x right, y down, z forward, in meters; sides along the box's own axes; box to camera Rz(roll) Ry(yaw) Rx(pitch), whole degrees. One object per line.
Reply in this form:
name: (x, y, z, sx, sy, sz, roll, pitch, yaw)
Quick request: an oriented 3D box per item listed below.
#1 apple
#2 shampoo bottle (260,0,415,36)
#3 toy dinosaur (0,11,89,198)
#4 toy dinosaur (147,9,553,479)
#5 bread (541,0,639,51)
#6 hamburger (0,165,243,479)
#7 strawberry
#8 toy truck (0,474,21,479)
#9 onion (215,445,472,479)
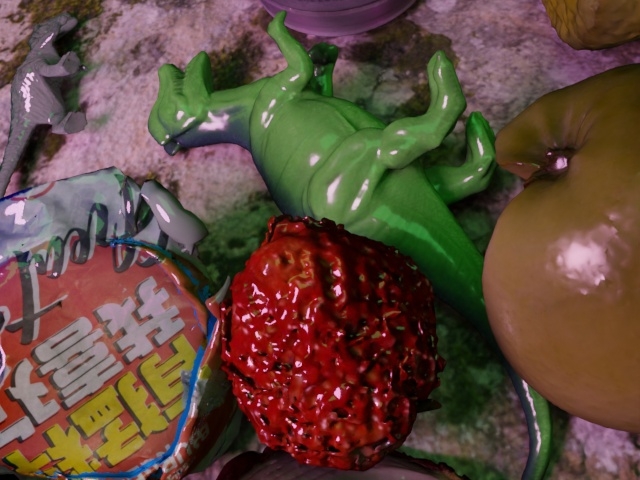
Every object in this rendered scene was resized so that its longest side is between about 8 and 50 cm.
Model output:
apple: (0.278, -0.003, 0.562, 0.258, 0.233, 0.295, 35, 61, -26)
shampoo bottle: (0.010, -0.393, 0.788, 0.273, 0.266, 0.272, -3, 67, 7)
toy dinosaur: (-0.316, -0.140, 0.813, 0.129, 0.076, 0.382, -21, 52, 34)
toy dinosaur: (0.000, 0.000, 0.704, 0.375, 0.144, 0.499, -11, 75, 18)
bread: (0.362, -0.356, 0.699, 0.308, 0.348, 0.348, -18, 63, 12)
hamburger: (-0.193, 0.077, 0.629, 0.261, 0.150, 0.275, -7, 93, -11)
strawberry: (0.008, 0.066, 0.550, 0.187, 0.201, 0.184, -35, 41, -14)
toy truck: (-0.357, 0.225, 0.567, 0.101, 0.242, 0.124, 28, 85, 19)
onion: (0.005, 0.234, 0.511, 0.227, 0.284, 0.120, 18, 96, 53)
